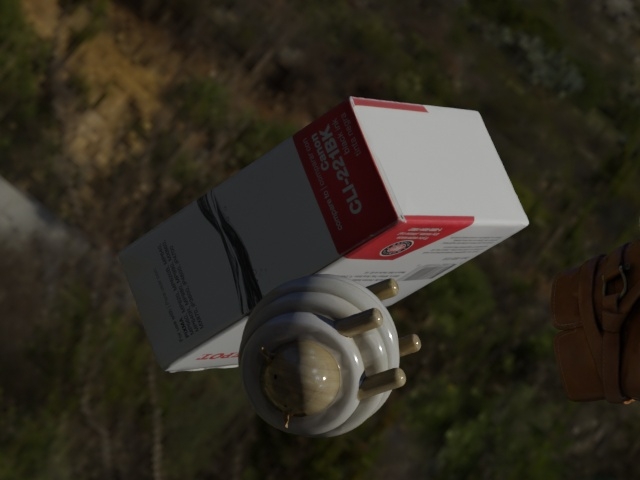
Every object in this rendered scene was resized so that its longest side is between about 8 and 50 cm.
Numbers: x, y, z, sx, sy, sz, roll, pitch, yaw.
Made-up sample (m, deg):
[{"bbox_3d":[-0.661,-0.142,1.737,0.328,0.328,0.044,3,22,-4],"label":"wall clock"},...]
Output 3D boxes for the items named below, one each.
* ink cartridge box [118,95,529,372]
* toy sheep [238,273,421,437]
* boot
[{"bbox_3d":[0.000,0.000,1.463,0.273,0.197,0.114,-33,-109,31],"label":"ink cartridge box"},{"bbox_3d":[0.002,0.057,0.911,0.091,0.091,0.132,37,15,4],"label":"toy sheep"},{"bbox_3d":[0.316,0.015,1.637,0.109,0.283,0.220,11,-18,-40],"label":"boot"}]
